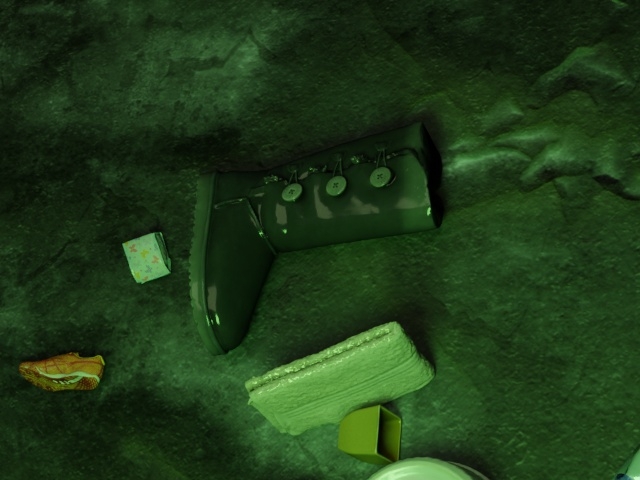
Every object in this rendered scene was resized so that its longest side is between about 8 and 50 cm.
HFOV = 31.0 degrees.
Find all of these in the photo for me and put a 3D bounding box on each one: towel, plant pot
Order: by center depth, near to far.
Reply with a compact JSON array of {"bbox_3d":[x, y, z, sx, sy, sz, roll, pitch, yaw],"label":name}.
[{"bbox_3d":[0.032,0.230,1.867,0.282,0.187,0.049,-24,54,10],"label":"towel"},{"bbox_3d":[0.075,0.318,1.871,0.083,0.081,0.081,-8,62,30],"label":"plant pot"}]

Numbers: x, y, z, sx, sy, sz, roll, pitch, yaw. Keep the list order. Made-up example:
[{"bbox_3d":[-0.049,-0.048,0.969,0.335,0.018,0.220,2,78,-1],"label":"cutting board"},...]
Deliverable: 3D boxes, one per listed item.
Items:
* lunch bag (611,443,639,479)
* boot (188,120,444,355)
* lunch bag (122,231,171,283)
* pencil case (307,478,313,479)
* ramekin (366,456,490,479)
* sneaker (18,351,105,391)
[{"bbox_3d":[0.637,0.340,1.551,0.385,0.239,0.328,41,84,16],"label":"lunch bag"},{"bbox_3d":[0.000,-0.002,2.035,0.445,0.146,0.367,-9,64,13],"label":"boot"},{"bbox_3d":[-0.326,0.034,2.187,0.071,0.053,0.083,-20,85,11],"label":"lunch bag"},{"bbox_3d":[-0.079,0.430,1.883,0.151,0.070,0.064,-9,97,14],"label":"pencil case"},{"bbox_3d":[0.156,0.453,1.741,0.272,0.127,0.273,-9,62,18],"label":"ramekin"},{"bbox_3d":[-0.479,0.241,2.151,0.175,0.064,0.067,2,46,17],"label":"sneaker"}]
